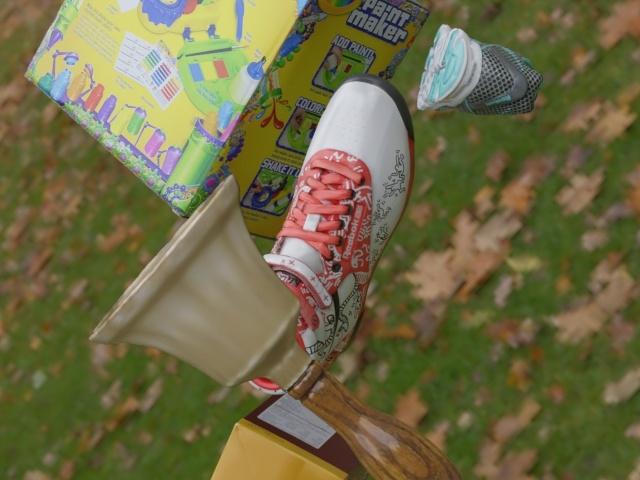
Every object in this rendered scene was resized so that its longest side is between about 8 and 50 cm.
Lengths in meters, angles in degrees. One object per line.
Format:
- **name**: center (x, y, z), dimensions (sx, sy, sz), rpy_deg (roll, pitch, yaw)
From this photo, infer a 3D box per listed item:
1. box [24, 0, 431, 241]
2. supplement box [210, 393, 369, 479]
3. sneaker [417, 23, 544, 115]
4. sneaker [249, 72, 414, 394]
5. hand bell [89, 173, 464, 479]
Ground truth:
- **box**: center (-0.099, -0.197, 1.693), dimensions (0.290, 0.177, 0.279), rpy_deg (41, 106, 36)
- **supplement box**: center (-0.040, 0.282, 1.835), dimensions (0.191, 0.129, 0.194), rpy_deg (-66, -12, 16)
- **sneaker**: center (0.111, -0.108, 1.162), dimensions (0.166, 0.076, 0.065), rpy_deg (-97, 24, -79)
- **sneaker**: center (0.001, 0.001, 1.410), dimensions (0.145, 0.090, 0.270), rpy_deg (-35, -37, -62)
- **hand bell**: center (-0.001, 0.086, 0.980), dimensions (0.126, 0.242, 0.126), rpy_deg (-49, 6, 7)
